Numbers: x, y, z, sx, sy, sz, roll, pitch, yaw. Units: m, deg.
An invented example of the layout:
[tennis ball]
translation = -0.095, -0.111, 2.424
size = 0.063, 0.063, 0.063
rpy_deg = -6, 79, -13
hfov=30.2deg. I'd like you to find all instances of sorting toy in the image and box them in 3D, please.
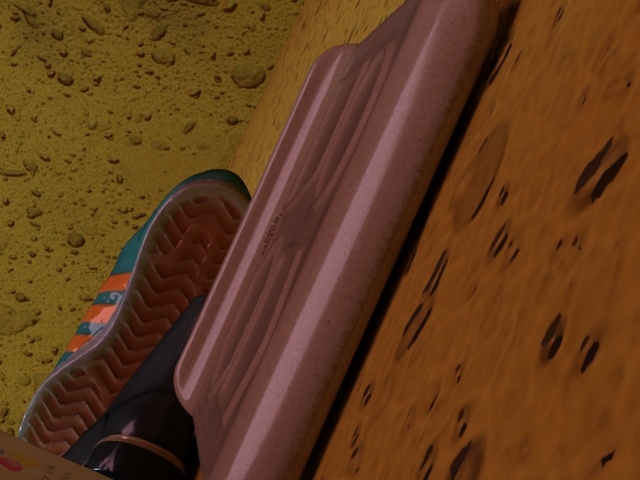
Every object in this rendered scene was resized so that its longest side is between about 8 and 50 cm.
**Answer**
[sorting toy]
translation = 0.000, 0.000, 0.473
size = 0.193, 0.038, 0.208
rpy_deg = -66, 12, -2

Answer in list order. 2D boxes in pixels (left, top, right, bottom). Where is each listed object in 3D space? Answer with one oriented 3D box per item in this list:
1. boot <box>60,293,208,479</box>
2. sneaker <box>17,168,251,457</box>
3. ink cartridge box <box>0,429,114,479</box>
[boot]
translation = -0.108, 0.112, 0.762
size = 0.198, 0.077, 0.137
rpy_deg = -28, 32, 57
[sneaker]
translation = -0.139, 0.078, 0.950
size = 0.302, 0.108, 0.121
rpy_deg = -56, 8, 10
[ink cartridge box]
translation = -0.264, 0.151, 0.560
size = 0.207, 0.354, 0.119
rpy_deg = -81, 17, -70
